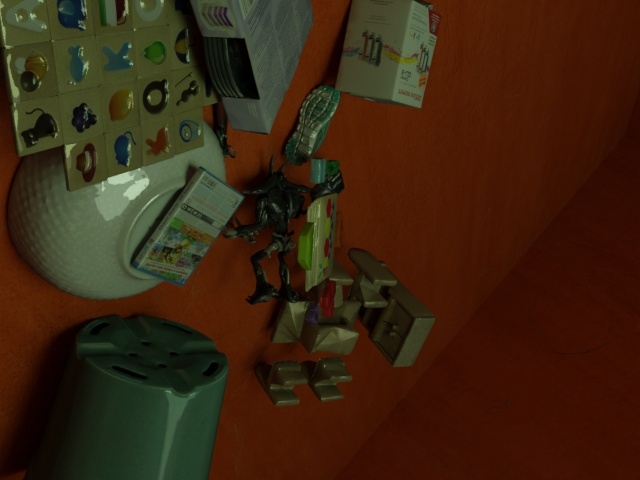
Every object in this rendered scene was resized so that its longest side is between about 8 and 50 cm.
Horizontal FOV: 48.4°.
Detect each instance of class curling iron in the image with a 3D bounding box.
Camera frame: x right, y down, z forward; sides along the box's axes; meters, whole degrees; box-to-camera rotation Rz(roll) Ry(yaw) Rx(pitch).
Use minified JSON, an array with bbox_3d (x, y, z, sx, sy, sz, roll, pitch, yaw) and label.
[{"bbox_3d":[-0.146,-0.237,1.101,0.035,0.068,0.274,-11,134,-23],"label":"curling iron"}]

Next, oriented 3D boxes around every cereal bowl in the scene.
[{"bbox_3d":[-0.262,-0.048,1.040,0.339,0.141,0.339,-39,149,-30],"label":"cereal bowl"}]

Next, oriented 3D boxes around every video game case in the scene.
[{"bbox_3d":[-0.187,-0.016,1.025,0.166,0.015,0.119,-55,154,-1],"label":"video game case"}]

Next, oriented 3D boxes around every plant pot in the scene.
[{"bbox_3d":[-0.316,0.326,1.198,0.341,0.341,0.334,-7,119,-56],"label":"plant pot"}]

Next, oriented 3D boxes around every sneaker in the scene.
[{"bbox_3d":[-0.011,-0.220,1.354,0.166,0.065,0.076,-59,169,13],"label":"sneaker"}]

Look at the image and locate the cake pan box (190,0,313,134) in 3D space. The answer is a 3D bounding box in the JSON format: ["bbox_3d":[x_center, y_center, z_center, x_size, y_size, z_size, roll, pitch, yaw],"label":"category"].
[{"bbox_3d":[-0.084,-0.318,0.986,0.246,0.070,0.267,74,28,-55],"label":"cake pan box"}]

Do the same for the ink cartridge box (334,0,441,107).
[{"bbox_3d":[0.123,-0.341,1.300,0.128,0.127,0.176,-5,110,-57],"label":"ink cartridge box"}]

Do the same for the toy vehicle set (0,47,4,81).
[{"bbox_3d":[-0.408,-0.253,0.687,0.267,0.035,0.166,7,115,-60],"label":"toy vehicle set"}]

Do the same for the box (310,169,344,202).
[{"bbox_3d":[0.015,-0.110,1.546,0.083,0.018,0.067,-45,152,-18],"label":"box"}]

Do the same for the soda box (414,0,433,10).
[{"bbox_3d":[0.160,-0.391,1.423,0.063,0.058,0.183,-23,140,-46],"label":"soda box"}]

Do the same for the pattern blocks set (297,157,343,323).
[{"bbox_3d":[0.000,0.000,1.386,0.285,0.026,0.325,4,92,-76],"label":"pattern blocks set"}]

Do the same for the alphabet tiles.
[{"bbox_3d":[-0.226,-0.224,0.854,0.342,0.011,0.285,-31,130,-49],"label":"alphabet tiles"}]

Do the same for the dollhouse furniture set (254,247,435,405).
[{"bbox_3d":[0.046,0.180,1.781,0.394,0.256,0.362,4,119,-35],"label":"dollhouse furniture set"}]

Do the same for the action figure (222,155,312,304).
[{"bbox_3d":[-0.101,-0.022,1.339,0.164,0.141,0.276,-5,99,-46],"label":"action figure"}]
